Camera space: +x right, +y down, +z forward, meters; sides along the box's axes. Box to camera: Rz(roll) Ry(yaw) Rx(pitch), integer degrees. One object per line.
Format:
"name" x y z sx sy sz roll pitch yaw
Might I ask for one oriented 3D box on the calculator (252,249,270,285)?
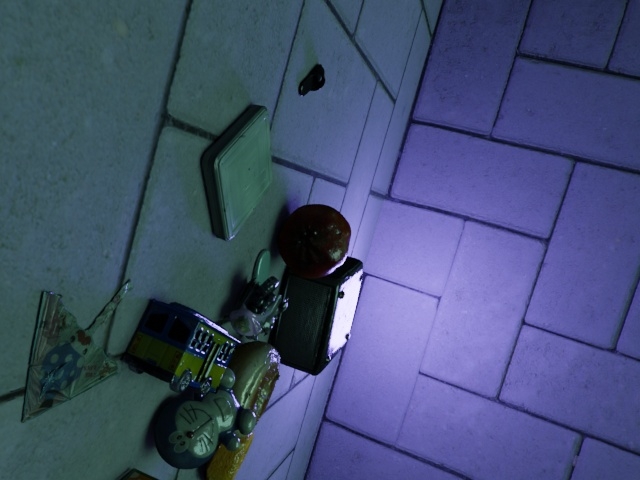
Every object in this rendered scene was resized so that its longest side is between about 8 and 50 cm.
"calculator" -0.190 0.102 1.739 0.095 0.021 0.152 -34 136 -65

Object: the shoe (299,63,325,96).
"shoe" -0.013 -0.485 1.658 0.159 0.053 0.062 -54 153 -42

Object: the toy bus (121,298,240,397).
"toy bus" -0.314 0.258 1.269 0.287 0.138 0.175 64 46 -67

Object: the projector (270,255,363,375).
"projector" -0.001 0.269 2.158 0.395 0.242 0.404 -24 129 -68

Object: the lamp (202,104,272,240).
"lamp" -0.199 -0.171 1.367 0.269 0.047 0.266 91 21 -46

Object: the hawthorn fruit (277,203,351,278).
"hawthorn fruit" 0.000 0.000 1.849 0.300 0.254 0.254 -1 108 -65

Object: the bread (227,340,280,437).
"bread" -0.241 0.457 1.695 0.305 0.159 0.305 16 90 -71

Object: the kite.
"kite" -0.441 0.191 0.997 0.335 0.012 0.314 87 26 -52

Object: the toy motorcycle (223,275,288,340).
"toy motorcycle" -0.201 0.229 1.652 0.188 0.143 0.327 -54 173 -27

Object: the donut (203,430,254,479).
"donut" -0.313 0.719 1.840 0.253 0.118 0.253 25 90 -87

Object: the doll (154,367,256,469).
"doll" -0.315 0.478 1.428 0.258 0.154 0.228 -24 87 -56

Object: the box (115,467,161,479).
"box" -0.445 0.678 1.252 0.177 0.148 0.194 -38 142 -68
